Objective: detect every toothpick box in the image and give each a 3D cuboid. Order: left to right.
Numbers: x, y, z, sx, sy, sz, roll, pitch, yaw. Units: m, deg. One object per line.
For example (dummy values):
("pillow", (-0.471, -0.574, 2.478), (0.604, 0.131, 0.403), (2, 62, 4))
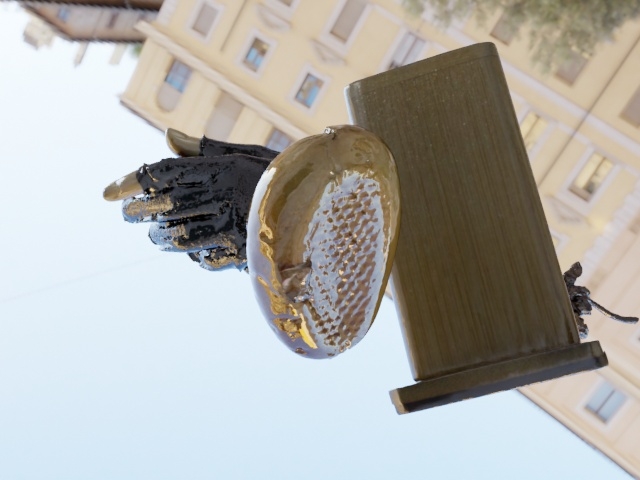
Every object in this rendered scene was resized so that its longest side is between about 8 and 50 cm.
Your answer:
("toothpick box", (0.138, -0.009, 0.886), (0.190, 0.188, 0.308), (22, -127, -72))

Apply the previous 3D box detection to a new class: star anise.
("star anise", (0.404, 0.091, 1.523), (0.234, 0.073, 0.177), (-17, -103, -31))

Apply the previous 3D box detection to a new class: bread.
("bread", (0.000, 0.000, 0.651), (0.114, 0.189, 0.077), (-22, -134, -30))

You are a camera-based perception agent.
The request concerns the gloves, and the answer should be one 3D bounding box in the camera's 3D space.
("gloves", (-0.107, -0.034, 0.848), (0.181, 0.129, 0.106), (2, -170, -13))
